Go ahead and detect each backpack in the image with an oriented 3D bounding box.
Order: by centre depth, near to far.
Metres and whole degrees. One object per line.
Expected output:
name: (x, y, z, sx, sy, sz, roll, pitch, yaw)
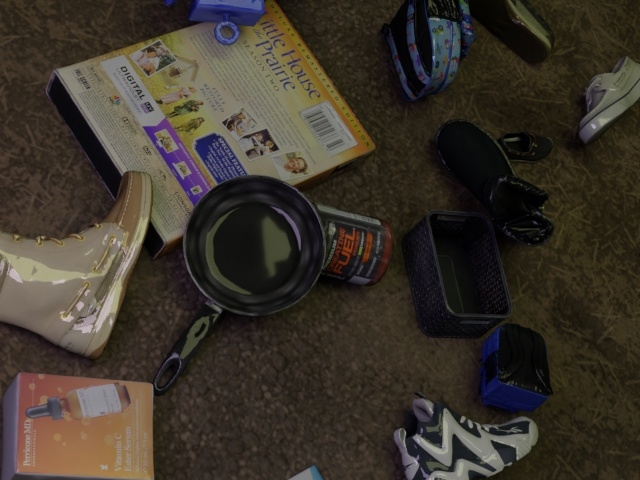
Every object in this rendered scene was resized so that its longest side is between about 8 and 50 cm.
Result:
backpack: (0.284, 0.190, 1.837, 0.098, 0.101, 0.120, 21, 51, -19)
backpack: (0.186, -0.323, 2.041, 0.116, 0.158, 0.173, 0, 66, -21)

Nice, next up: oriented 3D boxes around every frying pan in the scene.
frying pan: (-0.103, 0.070, 1.673, 0.197, 0.053, 0.326, 12, 79, -4)

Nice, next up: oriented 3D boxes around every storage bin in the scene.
storage bin: (0.209, 0.053, 1.886, 0.122, 0.084, 0.180, 3, 61, -27)

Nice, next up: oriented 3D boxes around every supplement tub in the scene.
supplement tub: (0.000, 0.000, 1.789, 0.197, 0.106, 0.106, 12, 58, -21)

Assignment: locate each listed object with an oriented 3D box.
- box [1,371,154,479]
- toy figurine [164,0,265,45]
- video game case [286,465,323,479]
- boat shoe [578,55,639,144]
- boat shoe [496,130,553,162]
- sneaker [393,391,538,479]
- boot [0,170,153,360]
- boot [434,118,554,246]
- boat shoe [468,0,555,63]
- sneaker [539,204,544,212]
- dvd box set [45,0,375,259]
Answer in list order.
box: (-0.299, 0.243, 1.497, 0.170, 0.091, 0.130, 8, 60, -25)
toy figurine: (-0.127, -0.389, 1.885, 0.362, 0.191, 0.217, 4, 70, -20)
video game case: (-0.043, 0.384, 1.605, 0.166, 0.015, 0.119, -23, 75, -36)
boat shoe: (0.527, -0.266, 2.234, 0.088, 0.096, 0.267, 45, 51, 6)
boat shoe: (0.357, -0.164, 2.117, 0.133, 0.042, 0.049, -6, 64, -32)
sneaker: (0.200, 0.269, 1.750, 0.235, 0.094, 0.153, -26, 86, -26)
boot: (-0.341, 0.004, 1.589, 0.203, 0.095, 0.262, 20, 76, -15)
boot: (0.275, -0.098, 1.930, 0.094, 0.207, 0.246, -38, 88, 4)
boat shoe: (0.343, -0.423, 2.237, 0.223, 0.080, 0.073, 45, 46, -6)
sneaker: (0.323, -0.072, 2.053, 0.109, 0.040, 0.044, 28, 9, 1)
dvd box set: (-0.155, -0.181, 1.835, 0.420, 0.062, 0.308, -27, 78, -36)
